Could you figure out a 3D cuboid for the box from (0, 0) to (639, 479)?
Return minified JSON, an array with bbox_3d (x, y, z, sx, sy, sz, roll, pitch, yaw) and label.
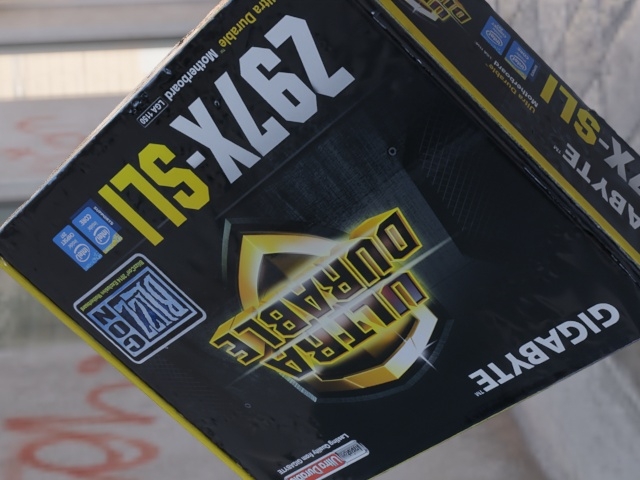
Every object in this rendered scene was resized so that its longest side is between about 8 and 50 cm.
[{"bbox_3d":[0.000,0.000,0.746,0.322,0.257,0.079,-36,14,42],"label":"box"}]
